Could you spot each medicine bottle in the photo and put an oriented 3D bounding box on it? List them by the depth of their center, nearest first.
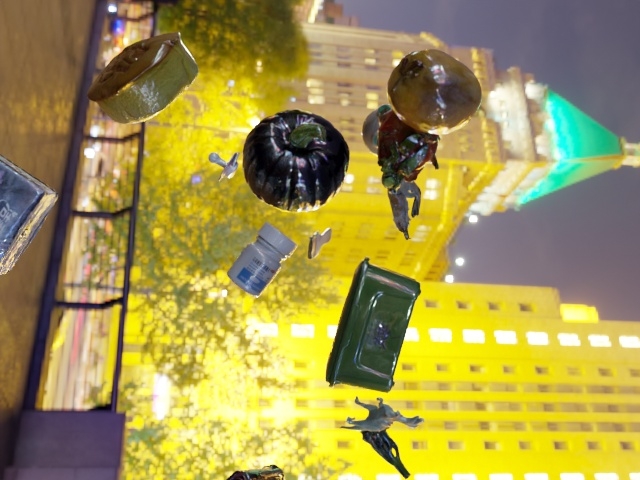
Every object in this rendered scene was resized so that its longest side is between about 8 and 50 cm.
[{"bbox_3d":[-0.145,0.048,1.810,0.168,0.105,0.105,-53,-167,-1],"label":"medicine bottle"}]

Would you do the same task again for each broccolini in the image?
[{"bbox_3d":[0.178,0.583,2.040,0.068,0.091,0.202,-20,-79,47],"label":"broccolini"}]

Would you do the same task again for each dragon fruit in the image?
[{"bbox_3d":[0.232,-0.257,1.932,0.269,0.198,0.200,-66,174,-53],"label":"dragon fruit"}]

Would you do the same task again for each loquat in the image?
[{"bbox_3d":[0.274,-0.355,1.771,0.193,0.238,0.238,-53,-155,23],"label":"loquat"}]

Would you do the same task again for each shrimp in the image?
[{"bbox_3d":[0.275,-0.110,2.324,0.047,0.126,0.223,-25,-109,60],"label":"shrimp"}]

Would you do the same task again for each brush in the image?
[{"bbox_3d":[0.000,0.000,2.364,0.336,0.020,0.085,-33,127,-77],"label":"brush"}]

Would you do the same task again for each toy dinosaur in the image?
[{"bbox_3d":[0.141,0.478,1.929,0.242,0.167,0.053,-50,-167,44],"label":"toy dinosaur"}]

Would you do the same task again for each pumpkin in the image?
[{"bbox_3d":[-0.066,-0.229,1.937,0.296,0.296,0.295,-177,-90,-79],"label":"pumpkin"}]

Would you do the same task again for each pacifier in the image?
[{"bbox_3d":[-0.241,-0.195,1.817,0.081,0.078,0.099,-62,-175,-23],"label":"pacifier"}]

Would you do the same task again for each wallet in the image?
[{"bbox_3d":[-0.213,0.609,1.643,0.071,0.262,0.221,48,4,19],"label":"wallet"}]

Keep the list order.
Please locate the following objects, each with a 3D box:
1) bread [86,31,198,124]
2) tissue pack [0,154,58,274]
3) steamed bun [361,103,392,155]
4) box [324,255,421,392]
[{"bbox_3d":[-0.431,-0.395,1.775,0.148,0.270,0.270,55,10,-30],"label":"bread"},{"bbox_3d":[-0.874,-0.111,1.821,0.259,0.361,0.122,-58,179,4],"label":"tissue pack"},{"bbox_3d":[0.213,-0.359,2.376,0.228,0.131,0.177,11,-91,65],"label":"steamed bun"},{"bbox_3d":[0.133,0.216,1.836,0.253,0.178,0.328,-42,150,-88],"label":"box"}]
